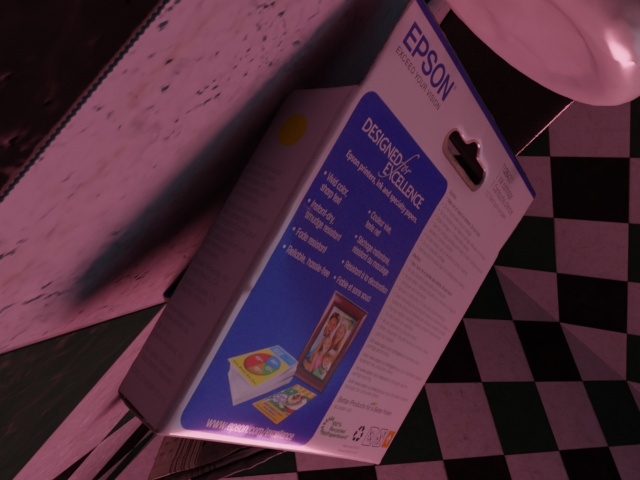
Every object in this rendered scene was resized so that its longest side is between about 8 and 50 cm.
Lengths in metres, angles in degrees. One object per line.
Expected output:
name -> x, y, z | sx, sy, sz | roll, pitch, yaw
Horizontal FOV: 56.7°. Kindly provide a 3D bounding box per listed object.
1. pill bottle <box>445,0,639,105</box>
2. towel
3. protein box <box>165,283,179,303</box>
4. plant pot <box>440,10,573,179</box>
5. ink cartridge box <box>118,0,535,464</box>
pill bottle -> 0.197, -0.224, 0.310 | 0.278, 0.162, 0.162 | -48, 177, 8
towel -> -0.067, 0.171, 0.799 | 0.312, 0.056, 0.324 | -27, -155, 25
protein box -> -0.043, 0.055, 0.638 | 0.200, 0.136, 0.201 | -47, 176, -20
plant pot -> 0.227, -0.219, 0.720 | 0.188, 0.167, 0.187 | -45, 176, -37
ink cartridge box -> 0.039, 0.024, 0.478 | 0.304, 0.072, 0.307 | 35, 82, -51
